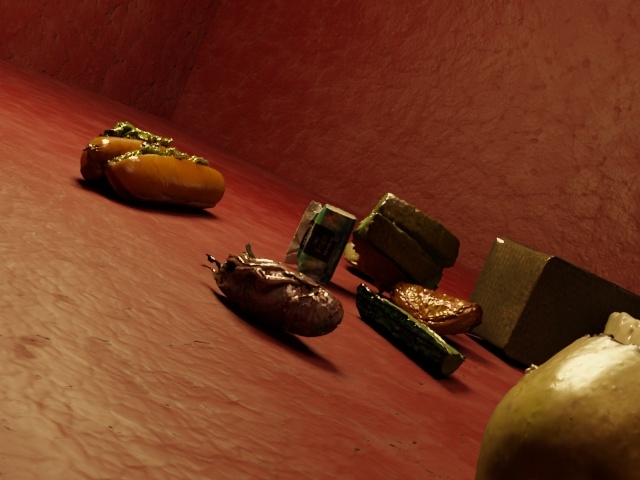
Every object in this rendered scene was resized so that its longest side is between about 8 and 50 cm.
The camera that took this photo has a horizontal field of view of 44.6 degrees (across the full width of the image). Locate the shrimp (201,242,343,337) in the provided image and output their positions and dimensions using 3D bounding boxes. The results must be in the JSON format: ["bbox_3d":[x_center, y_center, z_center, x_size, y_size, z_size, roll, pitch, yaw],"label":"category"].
[{"bbox_3d":[-0.057,0.049,0.807,0.190,0.074,0.073,17,33,38],"label":"shrimp"}]

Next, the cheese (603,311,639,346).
[{"bbox_3d":[0.527,0.229,1.126,0.292,0.153,0.332,27,5,19],"label":"cheese"}]

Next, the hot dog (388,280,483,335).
[{"bbox_3d":[0.170,0.107,1.177,0.147,0.065,0.099,14,1,28],"label":"hot dog"}]

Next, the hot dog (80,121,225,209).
[{"bbox_3d":[-0.255,-0.113,1.224,0.135,0.100,0.337,27,6,16],"label":"hot dog"}]

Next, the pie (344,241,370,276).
[{"bbox_3d":[0.122,0.043,1.473,0.163,0.079,0.193,21,6,0],"label":"pie"}]

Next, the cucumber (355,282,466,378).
[{"bbox_3d":[0.114,0.117,0.984,0.070,0.046,0.220,23,8,-31],"label":"cucumber"}]

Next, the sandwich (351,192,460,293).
[{"bbox_3d":[0.116,0.006,1.261,0.185,0.109,0.160,40,-21,-25],"label":"sandwich"}]

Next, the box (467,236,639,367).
[{"bbox_3d":[0.397,0.129,1.318,0.273,0.184,0.143,22,3,-27],"label":"box"}]

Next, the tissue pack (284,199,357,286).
[{"bbox_3d":[-0.001,0.001,1.198,0.079,0.111,0.085,24,5,-2],"label":"tissue pack"}]

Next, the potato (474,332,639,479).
[{"bbox_3d":[0.157,0.162,0.441,0.117,0.182,0.202,-17,44,-19],"label":"potato"}]
